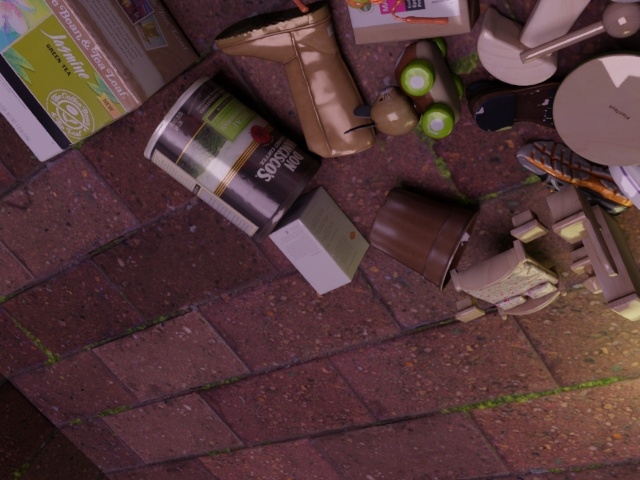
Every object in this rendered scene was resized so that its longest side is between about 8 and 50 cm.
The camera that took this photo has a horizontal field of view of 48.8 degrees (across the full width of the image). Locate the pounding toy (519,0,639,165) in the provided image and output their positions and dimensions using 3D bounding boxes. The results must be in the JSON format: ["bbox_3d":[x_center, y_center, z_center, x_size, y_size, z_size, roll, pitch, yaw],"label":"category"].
[{"bbox_3d":[0.429,-0.233,1.030,0.183,0.110,0.237,-20,117,41],"label":"pounding toy"}]

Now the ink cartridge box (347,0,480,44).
[{"bbox_3d":[0.129,-0.429,1.070,0.193,0.088,0.234,0,126,24],"label":"ink cartridge box"}]

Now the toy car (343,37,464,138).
[{"bbox_3d":[0.126,-0.233,1.168,0.189,0.155,0.149,-17,117,28],"label":"toy car"}]

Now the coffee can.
[{"bbox_3d":[-0.166,-0.153,1.350,0.275,0.201,0.201,37,132,-6],"label":"coffee can"}]

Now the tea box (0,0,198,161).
[{"bbox_3d":[-0.472,-0.375,1.309,0.324,0.220,0.329,-20,115,35],"label":"tea box"}]

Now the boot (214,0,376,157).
[{"bbox_3d":[-0.046,-0.273,1.277,0.236,0.089,0.269,-3,126,28],"label":"boot"}]

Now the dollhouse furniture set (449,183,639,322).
[{"bbox_3d":[0.349,0.098,1.207,0.356,0.173,0.303,-29,148,29],"label":"dollhouse furniture set"}]

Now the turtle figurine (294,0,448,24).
[{"bbox_3d":[0.075,-0.416,0.988,0.270,0.087,0.217,23,124,20],"label":"turtle figurine"}]

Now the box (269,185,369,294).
[{"bbox_3d":[0.000,0.000,1.441,0.091,0.130,0.170,-26,111,37],"label":"box"}]

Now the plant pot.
[{"bbox_3d":[0.191,-0.014,1.330,0.165,0.167,0.167,26,133,16],"label":"plant pot"}]

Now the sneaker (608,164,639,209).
[{"bbox_3d":[0.604,-0.090,1.112,0.282,0.102,0.161,29,130,-12],"label":"sneaker"}]

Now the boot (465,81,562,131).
[{"bbox_3d":[0.342,-0.233,1.142,0.219,0.106,0.082,-4,123,-7],"label":"boot"}]

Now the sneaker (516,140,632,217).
[{"bbox_3d":[0.427,-0.095,1.197,0.215,0.084,0.083,28,137,2],"label":"sneaker"}]

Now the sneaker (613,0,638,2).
[{"bbox_3d":[0.486,-0.417,0.860,0.321,0.127,0.126,-24,154,19],"label":"sneaker"}]

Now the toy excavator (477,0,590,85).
[{"bbox_3d":[0.304,-0.454,0.905,0.433,0.222,0.445,-27,119,40],"label":"toy excavator"}]
